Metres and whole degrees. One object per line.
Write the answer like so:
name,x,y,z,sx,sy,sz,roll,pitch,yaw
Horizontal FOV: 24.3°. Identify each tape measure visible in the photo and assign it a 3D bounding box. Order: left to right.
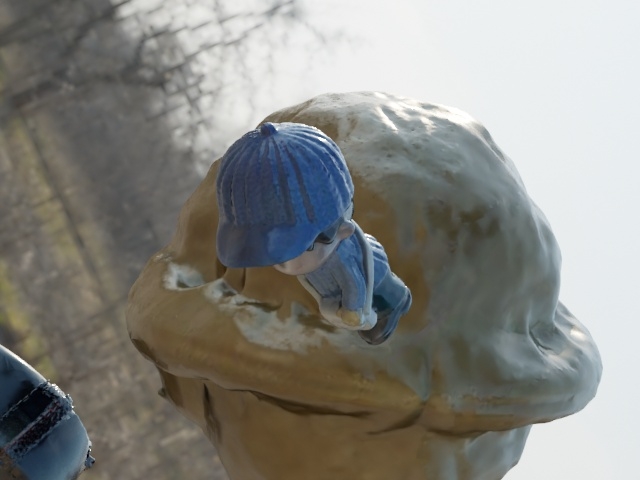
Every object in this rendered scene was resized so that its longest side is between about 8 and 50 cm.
tape measure,-0.319,0.175,1.387,0.223,0.135,0.202,-5,-50,45

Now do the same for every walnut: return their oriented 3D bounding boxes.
walnut,0.032,0.054,1.171,0.383,0.384,0.383,155,-90,-84

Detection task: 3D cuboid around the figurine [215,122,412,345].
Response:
figurine,0.000,0.000,0.819,0.149,0.087,0.086,42,3,-41
